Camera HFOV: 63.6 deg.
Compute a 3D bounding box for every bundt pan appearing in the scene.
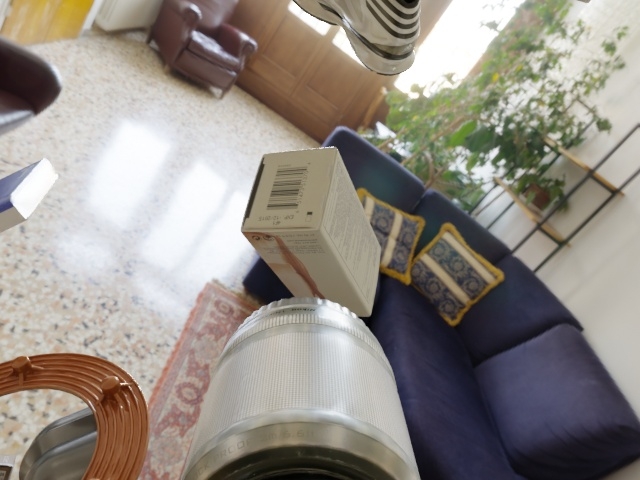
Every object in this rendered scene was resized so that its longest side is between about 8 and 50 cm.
[{"bbox_3d":[-0.305,0.380,0.670,0.124,0.331,0.331,-10,44,-24],"label":"bundt pan"}]

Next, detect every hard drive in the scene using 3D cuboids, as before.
[{"bbox_3d":[-0.568,-0.012,0.772,0.040,0.318,0.210,65,-2,-28],"label":"hard drive"}]

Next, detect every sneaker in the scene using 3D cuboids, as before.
[{"bbox_3d":[0.072,-0.597,1.129,0.169,0.258,0.448,-32,68,-20],"label":"sneaker"}]

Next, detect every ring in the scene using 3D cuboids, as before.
[{"bbox_3d":[-0.356,0.236,0.552,0.336,0.032,0.337,-2,33,1],"label":"ring"}]

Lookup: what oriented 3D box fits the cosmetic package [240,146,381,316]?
[{"bbox_3d":[0.000,0.000,0.855,0.296,0.129,0.153,59,36,-52],"label":"cosmetic package"}]

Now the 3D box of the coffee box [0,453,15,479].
[{"bbox_3d":[-0.531,0.442,0.740,0.098,0.141,0.247,18,68,-25],"label":"coffee box"}]

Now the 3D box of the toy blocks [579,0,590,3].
[{"bbox_3d":[0.143,-0.311,0.482,0.260,0.191,0.381,-10,39,-39],"label":"toy blocks"}]

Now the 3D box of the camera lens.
[{"bbox_3d":[-0.019,0.208,0.538,0.219,0.219,0.274,33,17,-12],"label":"camera lens"}]
